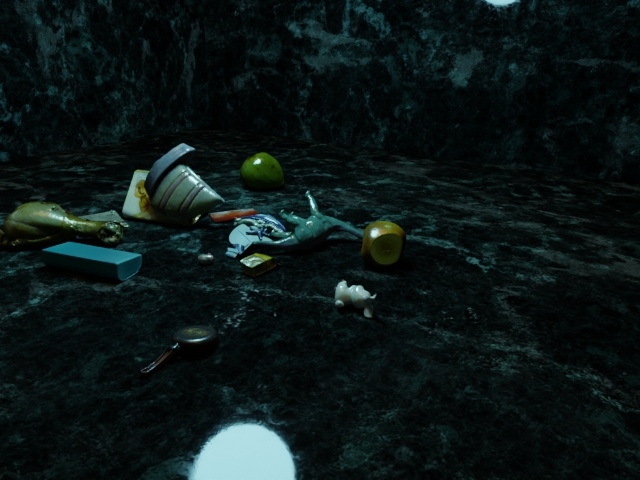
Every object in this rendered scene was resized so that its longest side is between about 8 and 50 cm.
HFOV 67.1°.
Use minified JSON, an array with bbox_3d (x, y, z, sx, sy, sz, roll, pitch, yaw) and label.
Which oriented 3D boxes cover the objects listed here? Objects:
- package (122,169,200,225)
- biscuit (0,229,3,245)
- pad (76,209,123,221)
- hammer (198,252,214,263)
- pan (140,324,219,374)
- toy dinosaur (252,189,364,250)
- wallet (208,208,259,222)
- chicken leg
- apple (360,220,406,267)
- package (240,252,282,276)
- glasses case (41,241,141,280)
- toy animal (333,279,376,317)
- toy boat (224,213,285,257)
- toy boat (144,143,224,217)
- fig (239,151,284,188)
[{"bbox_3d":[-0.642,-0.161,2.053,0.311,0.221,0.165,5,-17,14],"label":"package"},{"bbox_3d":[-1.265,0.028,1.627,0.314,0.063,0.367,-5,24,-17],"label":"biscuit"},{"bbox_3d":[-0.961,-0.081,1.979,0.265,0.009,0.159,-15,28,-33],"label":"pad"},{"bbox_3d":[-0.386,0.058,1.647,0.052,0.031,0.083,3,11,-3],"label":"hammer"},{"bbox_3d":[-0.337,0.253,1.147,0.115,0.040,0.212,11,23,35],"label":"pan"},{"bbox_3d":[0.000,0.000,1.747,0.331,0.129,0.383,37,54,9],"label":"toy dinosaur"},{"bbox_3d":[-0.369,-0.108,2.060,0.196,0.020,0.103,-9,24,-24],"label":"wallet"},{"bbox_3d":[-0.914,-0.045,1.749,0.429,0.152,0.201,7,34,-5],"label":"chicken leg"},{"bbox_3d":[0.215,0.011,1.636,0.147,0.146,0.163,8,21,6],"label":"apple"},{"bbox_3d":[-0.193,0.072,1.587,0.071,0.047,0.131,17,29,41],"label":"package"},{"bbox_3d":[-0.737,0.066,1.559,0.301,0.070,0.117,7,17,19],"label":"glasses case"},{"bbox_3d":[0.099,0.160,1.355,0.124,0.071,0.085,8,22,16],"label":"toy animal"},{"bbox_3d":[-0.235,-0.017,1.793,0.210,0.070,0.291,0,30,-2],"label":"toy boat"},{"bbox_3d":[-0.569,-0.211,1.916,0.276,0.293,0.111,-30,-12,8],"label":"toy boat"},{"bbox_3d":[-0.290,-0.336,2.448,0.225,0.203,0.203,42,24,-6],"label":"fig"}]
